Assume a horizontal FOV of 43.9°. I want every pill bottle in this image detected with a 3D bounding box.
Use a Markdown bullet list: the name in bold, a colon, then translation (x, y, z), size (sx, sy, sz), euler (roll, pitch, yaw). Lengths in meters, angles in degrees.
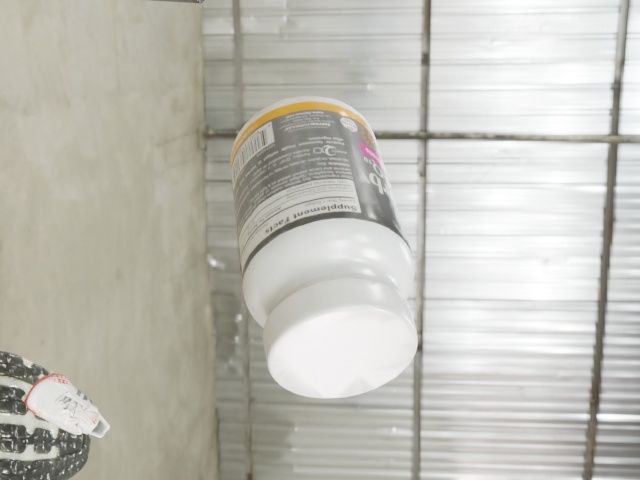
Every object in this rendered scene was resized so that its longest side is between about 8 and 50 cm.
- **pill bottle**: translation (0.000, 0.000, 0.769), size (0.162, 0.162, 0.278), euler (85, -5, -47)

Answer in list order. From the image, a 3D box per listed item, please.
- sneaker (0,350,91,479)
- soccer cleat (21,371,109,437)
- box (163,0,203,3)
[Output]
- **sneaker**: translation (-0.467, 0.207, 0.888), size (0.182, 0.410, 0.158), euler (-30, -127, 48)
- **soccer cleat**: translation (-0.160, 0.108, 0.508), size (0.029, 0.035, 0.083), euler (-53, 162, -17)
- **box**: translation (-0.273, -0.422, 1.079), size (0.231, 0.183, 0.056), euler (43, 72, -46)
